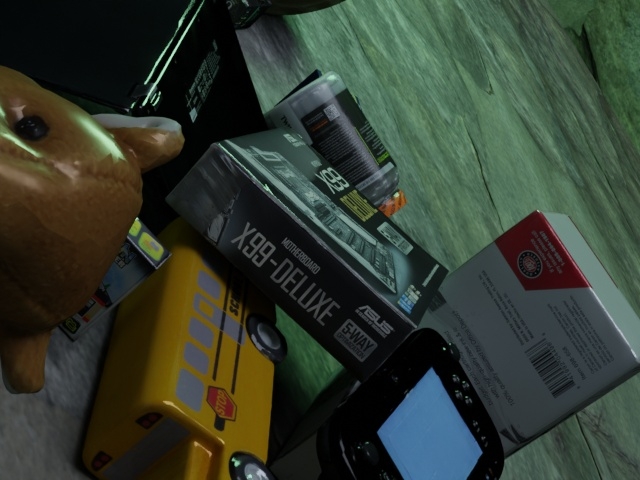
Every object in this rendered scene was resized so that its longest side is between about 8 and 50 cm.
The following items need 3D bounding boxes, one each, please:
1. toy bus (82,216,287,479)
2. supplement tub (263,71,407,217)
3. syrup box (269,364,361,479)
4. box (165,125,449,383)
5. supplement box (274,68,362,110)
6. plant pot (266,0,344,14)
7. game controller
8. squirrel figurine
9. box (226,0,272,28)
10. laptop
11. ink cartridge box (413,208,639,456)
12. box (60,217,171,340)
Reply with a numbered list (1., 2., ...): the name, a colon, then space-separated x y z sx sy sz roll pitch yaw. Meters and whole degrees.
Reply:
1. toy bus: -0.112 0.127 1.095 0.130 0.108 0.333 40 27 -23
2. supplement tub: 0.020 -0.103 1.606 0.190 0.117 0.117 57 25 -5
3. syrup box: 0.044 0.184 1.295 0.096 0.093 0.237 49 25 -2
4. box: 0.000 0.000 1.265 0.242 0.076 0.307 43 13 3
5. supplement box: 0.000 -0.166 1.709 0.083 0.083 0.056 30 32 -39
6. plant pot: -0.043 -0.494 1.883 0.323 0.323 0.280 2 70 -58
7. game controller: 0.092 0.190 1.175 0.166 0.067 0.319 52 25 2
8. squirrel figurine: -0.261 -0.063 0.832 0.370 0.281 0.397 25 -11 17
9. box: -0.117 -0.330 1.775 0.062 0.052 0.083 52 26 6
10. laptop: -0.232 -0.144 1.373 0.382 0.236 0.408 -76 151 -59
11. ink cartridge box: 0.205 0.124 1.440 0.197 0.273 0.114 59 23 17
12. box: -0.237 -0.027 1.091 0.207 0.114 0.036 48 25 -5
